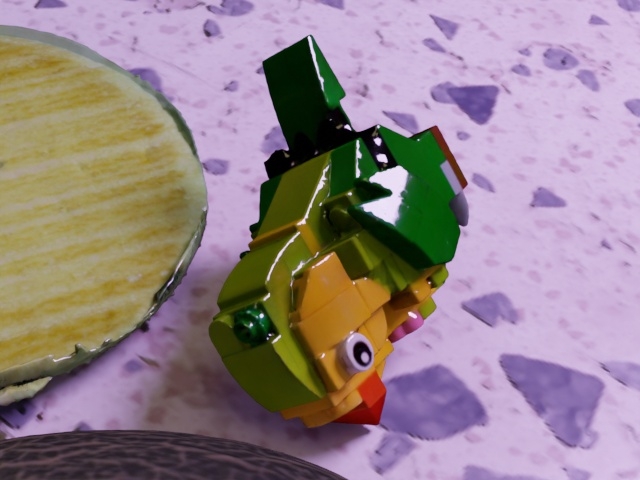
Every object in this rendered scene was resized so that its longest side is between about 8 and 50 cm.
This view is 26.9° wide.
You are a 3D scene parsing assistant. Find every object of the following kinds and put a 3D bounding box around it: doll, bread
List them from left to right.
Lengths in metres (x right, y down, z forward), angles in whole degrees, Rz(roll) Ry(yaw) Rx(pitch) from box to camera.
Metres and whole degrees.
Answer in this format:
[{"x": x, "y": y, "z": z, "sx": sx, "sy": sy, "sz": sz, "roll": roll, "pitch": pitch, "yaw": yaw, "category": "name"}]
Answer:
[{"x": -0.204, "y": -0.021, "z": 0.736, "sx": 0.301, "sy": 0.045, "sz": 0.301, "roll": 5, "pitch": 44, "yaw": -4, "category": "bread"}, {"x": 0.006, "y": 0.005, "z": 0.696, "sx": 0.134, "sy": 0.106, "sz": 0.186, "roll": 39, "pitch": 51, "yaw": -30, "category": "doll"}]

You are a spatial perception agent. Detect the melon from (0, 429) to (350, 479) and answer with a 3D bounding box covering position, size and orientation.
[{"x": -0.085, "y": 0.178, "z": 0.394, "sx": 0.301, "sy": 0.237, "sz": 0.237, "roll": -10, "pitch": 46, "yaw": -21, "category": "melon"}]
